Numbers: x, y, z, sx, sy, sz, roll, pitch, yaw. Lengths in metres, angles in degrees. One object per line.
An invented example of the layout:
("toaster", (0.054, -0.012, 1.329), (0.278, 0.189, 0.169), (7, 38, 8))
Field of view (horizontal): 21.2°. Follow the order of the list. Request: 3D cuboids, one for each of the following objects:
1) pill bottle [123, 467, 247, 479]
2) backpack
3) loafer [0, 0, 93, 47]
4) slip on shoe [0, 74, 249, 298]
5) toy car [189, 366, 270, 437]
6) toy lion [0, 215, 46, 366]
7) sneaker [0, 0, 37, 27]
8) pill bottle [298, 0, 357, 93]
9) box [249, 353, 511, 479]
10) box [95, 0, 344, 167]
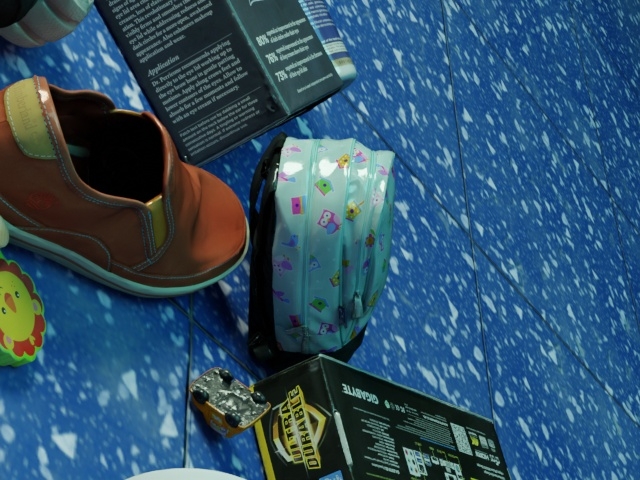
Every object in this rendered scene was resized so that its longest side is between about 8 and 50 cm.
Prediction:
("pill bottle", (-0.082, 0.281, 0.856), (0.188, 0.188, 0.334), (50, 25, -28))
("backpack", (0.000, 0.000, 1.354), (0.152, 0.115, 0.182), (-91, -176, -52))
("loafer", (-0.264, -0.283, 1.196), (0.319, 0.112, 0.111), (60, 16, -27))
("slip on shoe", (-0.135, -0.037, 1.203), (0.331, 0.101, 0.123), (23, 44, -59))
("toy car", (-0.082, 0.147, 1.224), (0.122, 0.060, 0.040), (-59, 165, -45))
("toy lion", (-0.208, 0.038, 1.061), (0.096, 0.034, 0.100), (67, 22, -11))
("sneaker", (-0.293, -0.170, 1.031), (0.341, 0.125, 0.139), (17, 75, -61))
("pill bottle", (-0.041, -0.208, 1.597), (0.169, 0.094, 0.094), (65, 23, 4))
("box", (0.080, 0.248, 1.385), (0.322, 0.079, 0.257), (25, 45, -56))
("box", (-0.091, -0.184, 1.445), (0.207, 0.108, 0.153), (61, 23, -3))
